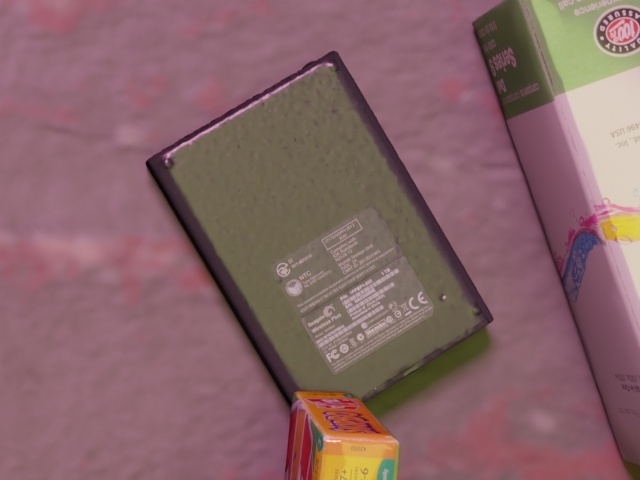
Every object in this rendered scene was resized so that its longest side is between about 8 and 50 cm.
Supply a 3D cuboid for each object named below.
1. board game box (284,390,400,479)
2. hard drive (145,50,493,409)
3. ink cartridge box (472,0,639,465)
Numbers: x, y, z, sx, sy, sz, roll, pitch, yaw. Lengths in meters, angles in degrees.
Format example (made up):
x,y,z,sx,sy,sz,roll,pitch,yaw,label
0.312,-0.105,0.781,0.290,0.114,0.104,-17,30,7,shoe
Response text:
x,y,z,sx,sy,sz,roll,pitch,yaw,label
-0.003,0.195,0.700,0.039,0.124,0.259,2,92,-6,board game box
0.000,0.000,0.772,0.094,0.022,0.135,-31,93,-10,hard drive
0.176,-0.025,0.771,0.154,0.093,0.212,-20,89,-10,ink cartridge box
